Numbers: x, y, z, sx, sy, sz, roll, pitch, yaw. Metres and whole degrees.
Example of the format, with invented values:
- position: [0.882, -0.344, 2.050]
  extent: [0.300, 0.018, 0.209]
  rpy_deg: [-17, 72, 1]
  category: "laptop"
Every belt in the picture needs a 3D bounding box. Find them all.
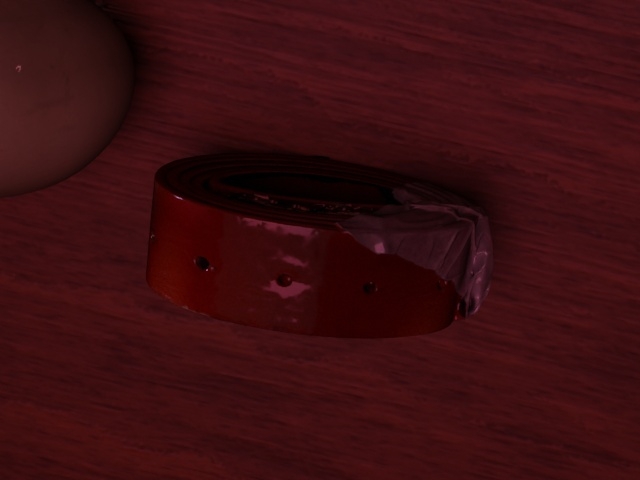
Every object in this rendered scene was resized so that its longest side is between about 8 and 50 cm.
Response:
- position: [0.000, 0.000, 1.679]
  extent: [0.323, 0.227, 0.115]
  rpy_deg: [6, 110, -7]
  category: "belt"

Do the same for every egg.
- position: [-0.310, -0.147, 1.678]
  extent: [0.269, 0.219, 0.219]
  rpy_deg: [-2, 109, -24]
  category: "egg"
